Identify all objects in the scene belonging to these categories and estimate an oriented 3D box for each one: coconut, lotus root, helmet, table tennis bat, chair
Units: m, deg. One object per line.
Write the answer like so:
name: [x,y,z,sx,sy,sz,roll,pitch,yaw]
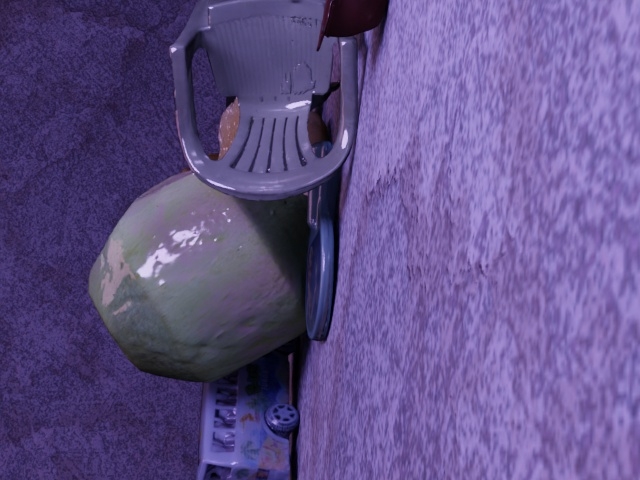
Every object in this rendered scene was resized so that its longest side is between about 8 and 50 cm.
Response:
coconut: [-0.142,0.037,1.239,0.281,0.328,0.328,55,154,24]
lotus root: [-0.024,-0.141,1.264,0.073,0.062,0.150,-39,33,19]
helmet: [0.035,-0.231,0.876,0.089,0.057,0.111,135,147,-75]
table tennis bat: [0.000,0.000,1.082,0.149,0.038,0.237,146,128,-83]
chair: [-0.053,-0.188,1.058,0.275,0.203,0.191,-78,-14,-63]

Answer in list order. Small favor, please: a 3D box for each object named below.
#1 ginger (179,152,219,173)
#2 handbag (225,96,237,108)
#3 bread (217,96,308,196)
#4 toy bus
ginger: [-0.137,-0.083,1.724,0.270,0.218,0.123,27,97,40]
handbag: [-0.102,-0.280,1.886,0.288,0.152,0.343,81,-167,-66]
bread: [-0.094,-0.125,1.449,0.316,0.054,0.316,0,89,58]
toy bus: [-0.103,0.226,1.319,0.330,0.135,0.109,-93,14,-52]
